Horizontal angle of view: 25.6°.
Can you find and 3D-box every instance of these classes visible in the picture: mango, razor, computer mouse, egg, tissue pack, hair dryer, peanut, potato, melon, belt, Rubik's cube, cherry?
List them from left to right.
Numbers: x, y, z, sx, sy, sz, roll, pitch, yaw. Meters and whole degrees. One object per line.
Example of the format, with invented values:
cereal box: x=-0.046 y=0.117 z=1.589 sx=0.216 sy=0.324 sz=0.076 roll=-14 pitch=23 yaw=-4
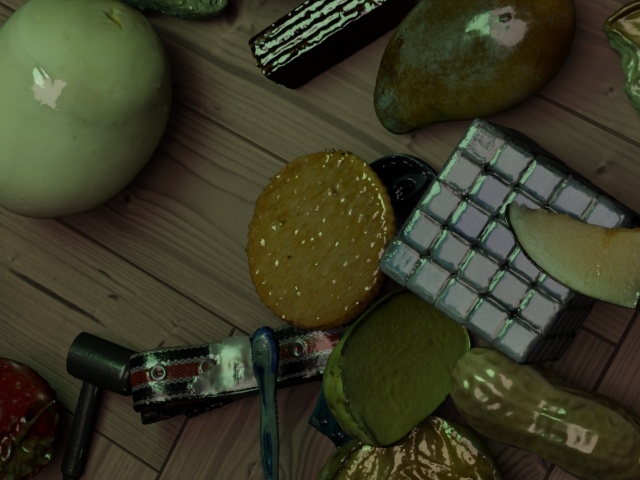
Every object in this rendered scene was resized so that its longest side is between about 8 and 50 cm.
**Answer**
cherry: x=-0.501 y=0.261 z=2.110 sx=0.250 sy=0.175 sz=0.192 roll=28 pitch=104 yaw=20
egg: x=-0.367 y=-0.184 z=2.031 sx=0.283 sy=0.283 sz=0.345 roll=39 pitch=117 yaw=18
hair dryer: x=-0.342 y=0.271 z=2.113 sx=0.114 sy=0.070 sz=0.248 roll=17 pitch=97 yaw=20
belt: x=-0.103 y=0.179 z=1.997 sx=0.359 sy=0.126 sz=0.094 roll=-15 pitch=70 yaw=14
razor: x=-0.065 y=0.267 z=1.938 sx=0.093 sy=0.056 sz=0.324 roll=5 pitch=118 yaw=19
tissue pack: x=0.023 y=0.248 z=1.954 sx=0.085 sy=0.028 sz=0.138 roll=39 pitch=143 yaw=18
computer mouse: x=0.068 y=-0.020 z=1.957 sx=0.233 sy=0.096 sz=0.137 roll=-47 pitch=73 yaw=14
potato: x=0.084 y=0.167 z=1.877 sx=0.111 sy=0.272 sz=0.160 roll=-28 pitch=100 yaw=47
mango: x=0.200 y=-0.252 z=1.902 sx=0.316 sy=0.146 sz=0.193 roll=-30 pitch=76 yaw=31
Rubik's cube: x=0.255 y=0.001 z=1.813 sx=0.237 sy=0.238 sz=0.237 roll=34 pitch=99 yaw=17
peanut: x=0.308 y=0.236 z=1.837 sx=0.298 sy=0.136 sz=0.120 roll=26 pitch=91 yaw=13
melon: x=0.298 y=0.016 z=1.648 sx=0.182 sy=0.054 sz=0.098 roll=13 pitch=87 yaw=12

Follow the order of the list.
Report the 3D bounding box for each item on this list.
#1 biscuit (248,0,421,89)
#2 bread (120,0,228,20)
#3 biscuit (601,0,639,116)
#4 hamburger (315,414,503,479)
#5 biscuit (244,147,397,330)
biscuit: x=0.026 y=-0.308 z=1.982 sx=0.252 sy=0.106 sz=0.070 roll=-31 pitch=76 yaw=15
bread: x=-0.252 y=-0.378 z=2.055 sx=0.232 sy=0.172 sz=0.064 roll=16 pitch=74 yaw=18
biscuit: x=0.526 y=-0.178 z=1.811 sx=0.329 sy=0.078 sz=0.335 roll=2 pitch=88 yaw=18
hamburger: x=0.124 y=0.379 z=1.900 sx=0.285 sy=0.134 sz=0.265 roll=-25 pitch=76 yaw=11
biscuit: x=0.000 y=0.000 z=1.918 sx=0.254 sy=0.035 sz=0.254 roll=-6 pitch=80 yaw=37
